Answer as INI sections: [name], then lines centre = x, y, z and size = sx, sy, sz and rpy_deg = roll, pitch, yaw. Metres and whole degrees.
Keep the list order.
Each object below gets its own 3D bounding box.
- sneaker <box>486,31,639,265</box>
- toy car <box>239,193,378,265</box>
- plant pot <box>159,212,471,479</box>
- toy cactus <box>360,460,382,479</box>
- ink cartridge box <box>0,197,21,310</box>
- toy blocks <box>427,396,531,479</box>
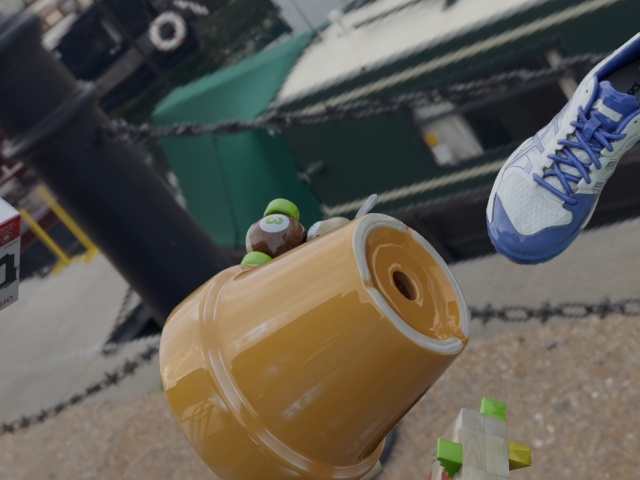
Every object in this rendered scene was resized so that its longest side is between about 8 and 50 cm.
[sneaker]
centre = 0.275, -0.109, 1.225
size = 0.296, 0.112, 0.131
rpy_deg = -53, -12, -18
[toy car]
centre = 0.000, 0.000, 1.655
size = 0.188, 0.149, 0.155
rpy_deg = -31, 24, 36
[plant pot]
centre = 0.009, 0.082, 0.923
size = 0.188, 0.205, 0.205
rpy_deg = -39, 17, 30
[toy cactus]
centre = -0.013, 0.304, 1.439
size = 0.181, 0.112, 0.219
rpy_deg = -25, 27, -14
[ink cartridge box]
centre = -0.502, 0.036, 1.674
size = 0.127, 0.072, 0.175
rpy_deg = -36, -30, -42
[toy blocks]
centre = 0.263, 0.519, 2.226
size = 0.381, 0.191, 0.261
rpy_deg = -82, 13, -51
